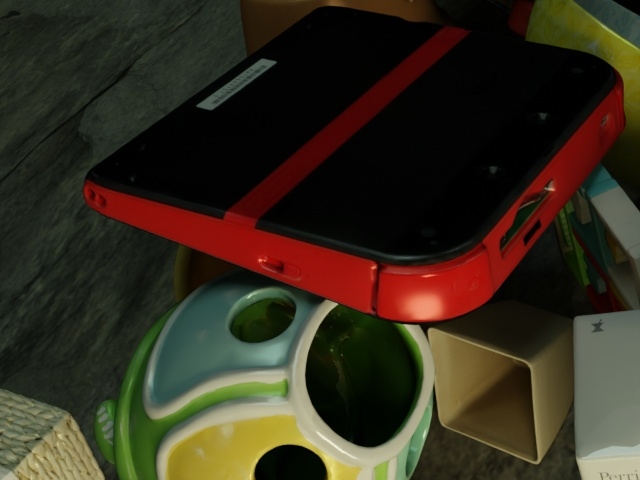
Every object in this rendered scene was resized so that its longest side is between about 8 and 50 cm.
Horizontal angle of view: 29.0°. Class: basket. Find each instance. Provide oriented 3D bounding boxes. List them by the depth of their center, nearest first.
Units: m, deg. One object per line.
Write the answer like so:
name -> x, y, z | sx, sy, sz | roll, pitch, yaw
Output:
basket -> -0.303, 0.215, 1.184 | 0.167, 0.113, 0.103 | 12, 44, 36

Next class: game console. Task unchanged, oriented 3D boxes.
game console -> 0.046, -0.084, 1.043 | 0.342, 0.060, 0.386 | 15, 38, 28

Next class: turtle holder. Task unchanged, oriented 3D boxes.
turtle holder -> -0.047, 0.147, 0.966 | 0.320, 0.243, 0.227 | -29, -2, -39

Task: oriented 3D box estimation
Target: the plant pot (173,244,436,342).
plant pot -> 0.000, 0.000, 1.213 | 0.254, 0.254, 0.239 | -13, 22, 10

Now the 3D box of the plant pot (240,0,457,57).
plant pot -> 0.023, -0.264, 1.544 | 0.290, 0.203, 0.291 | -13, 39, 11

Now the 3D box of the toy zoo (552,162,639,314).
toy zoo -> 0.260, 0.023, 1.084 | 0.030, 0.192, 0.293 | -21, 38, 1

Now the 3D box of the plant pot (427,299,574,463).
plant pot -> 0.171, 0.112, 1.095 | 0.109, 0.109, 0.096 | 17, 39, 40

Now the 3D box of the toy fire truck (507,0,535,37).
toy fire truck -> 0.318, -0.327, 1.461 | 0.302, 0.169, 0.254 | 8, 20, -15

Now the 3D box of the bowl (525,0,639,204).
bowl -> 0.312, -0.129, 1.251 | 0.156, 0.289, 0.289 | -60, 32, 21

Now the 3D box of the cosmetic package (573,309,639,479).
cosmetic package -> 0.306, 0.162, 0.863 | 0.224, 0.225, 0.138 | -8, 39, 18

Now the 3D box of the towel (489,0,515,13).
towel -> 0.173, -0.405, 1.565 | 0.040, 0.370, 0.271 | -46, 23, 36
